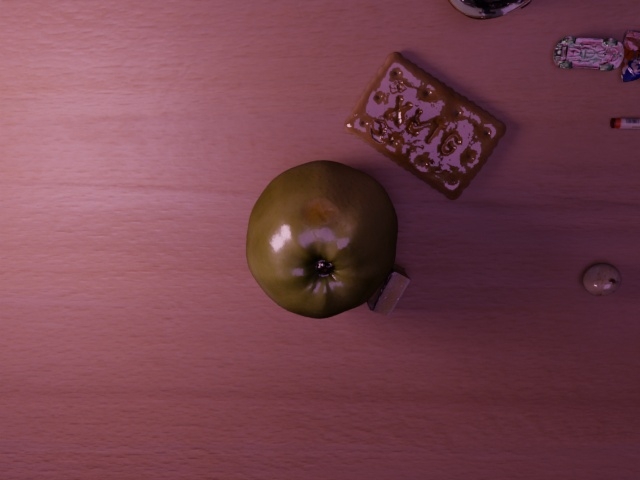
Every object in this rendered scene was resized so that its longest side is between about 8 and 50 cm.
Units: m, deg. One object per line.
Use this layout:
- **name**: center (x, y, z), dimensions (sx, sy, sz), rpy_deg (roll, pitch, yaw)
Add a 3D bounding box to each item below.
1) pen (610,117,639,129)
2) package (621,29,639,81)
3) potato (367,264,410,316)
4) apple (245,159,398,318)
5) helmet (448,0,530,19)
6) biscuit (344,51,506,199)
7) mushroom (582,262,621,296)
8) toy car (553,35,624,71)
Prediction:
- **pen**: center (0.763, -0.258, 1.436), dimensions (0.218, 0.026, 0.026), rpy_deg (3, 105, 3)
- **package**: center (0.697, -0.399, 1.400), dimensions (0.077, 0.033, 0.110), rpy_deg (8, 92, 25)
- **potato**: center (0.161, 0.118, 1.546), dimensions (0.061, 0.086, 0.122), rpy_deg (21, 108, -12)
- **apple**: center (0.000, 0.000, 1.405), dimensions (0.357, 0.357, 0.357), rpy_deg (1, 105, 3)
- **helmet**: center (0.350, -0.559, 1.329), dimensions (0.224, 0.130, 0.198), rpy_deg (-36, 104, 2)
- **biscuit**: center (0.237, -0.257, 1.462), dimensions (0.325, 0.044, 0.217), rpy_deg (33, 106, -5)
- **mushroom**: center (0.669, 0.099, 1.518), dimensions (0.085, 0.085, 0.079), rpy_deg (-36, 129, 12)
- **toy car**: center (0.581, -0.404, 1.394), dimensions (0.142, 0.055, 0.069), rpy_deg (7, 97, 12)
